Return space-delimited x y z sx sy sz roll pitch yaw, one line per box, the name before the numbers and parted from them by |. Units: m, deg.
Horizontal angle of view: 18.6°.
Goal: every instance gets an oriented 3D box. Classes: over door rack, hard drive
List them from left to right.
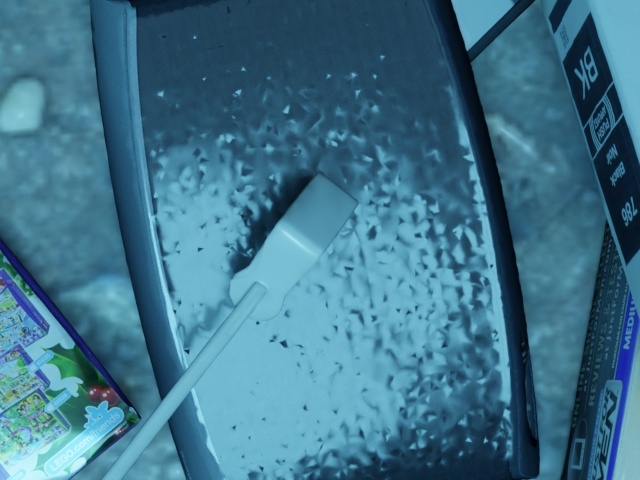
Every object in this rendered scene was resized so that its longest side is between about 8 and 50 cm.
over door rack | -0.010 0.171 0.778 0.239 0.108 0.324 37 107 -2
hard drive | 0.000 0.000 0.855 0.172 0.054 0.254 -12 93 -3

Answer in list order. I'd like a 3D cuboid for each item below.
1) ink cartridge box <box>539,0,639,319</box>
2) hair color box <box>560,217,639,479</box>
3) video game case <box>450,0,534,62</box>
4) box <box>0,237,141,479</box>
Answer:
ink cartridge box | 0.200 -0.017 0.774 0.165 0.065 0.332 -8 68 -13
hair color box | 0.291 0.068 0.868 0.339 0.110 0.185 11 84 -3
video game case | 0.072 -0.258 0.912 0.275 0.035 0.248 -44 90 -8
box | -0.251 0.092 0.835 0.293 0.057 0.201 -39 89 -7
